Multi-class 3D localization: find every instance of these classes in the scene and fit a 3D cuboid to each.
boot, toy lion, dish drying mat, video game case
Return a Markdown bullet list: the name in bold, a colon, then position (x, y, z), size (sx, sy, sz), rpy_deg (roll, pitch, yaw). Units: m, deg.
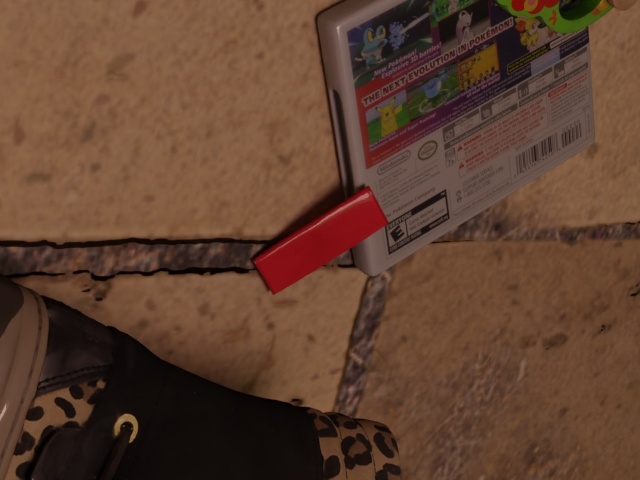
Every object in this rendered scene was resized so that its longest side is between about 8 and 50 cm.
- **boot**: position (-0.121, 0.228, 1.022), size (0.284, 0.138, 0.377), rpy_deg (18, 83, -32)
- **toy lion**: position (0.143, -0.166, 1.163), size (0.096, 0.034, 0.100), rpy_deg (-35, 132, -14)
- **dish drying mat**: position (0.000, 0.000, 1.154), size (0.083, 0.008, 0.032), rpy_deg (-32, 129, -3)
- **video game case**: position (0.090, -0.098, 1.191), size (0.201, 0.023, 0.183), rpy_deg (-30, 130, -27)
